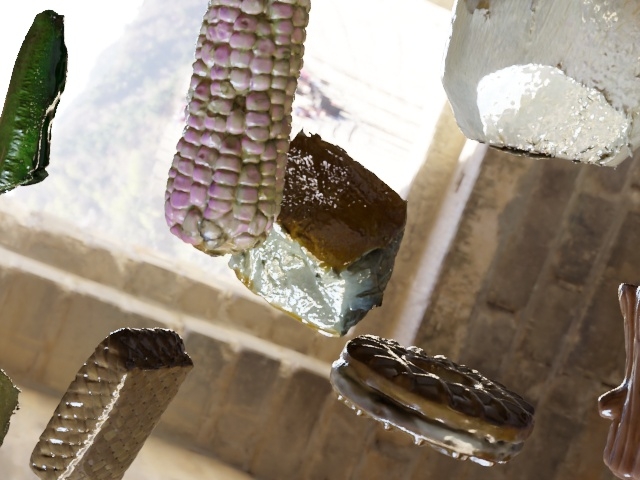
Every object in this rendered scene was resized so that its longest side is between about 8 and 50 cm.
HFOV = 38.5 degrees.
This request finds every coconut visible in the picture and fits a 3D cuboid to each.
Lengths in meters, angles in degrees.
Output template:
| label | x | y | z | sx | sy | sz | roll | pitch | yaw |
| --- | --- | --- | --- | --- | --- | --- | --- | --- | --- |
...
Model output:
| label | x | y | z | sx | sy | sz | roll | pitch | yaw |
| --- | --- | --- | --- | --- | --- | --- | --- | --- | --- |
| coconut | 0.357 | -0.296 | 1.332 | 0.346 | 0.346 | 0.360 | -128 | 49 | -75 |

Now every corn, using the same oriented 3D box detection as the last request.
| label | x | y | z | sx | sy | sz | roll | pitch | yaw |
| --- | --- | --- | --- | --- | --- | --- | --- | --- | --- |
| corn | -0.082 | -0.149 | 0.923 | 0.126 | 0.126 | 0.335 | -126 | 44 | -75 |

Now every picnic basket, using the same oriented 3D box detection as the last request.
| label | x | y | z | sx | sy | sz | roll | pitch | yaw |
| --- | --- | --- | --- | --- | --- | --- | --- | --- | --- |
| picnic basket | -0.207 | 0.174 | 0.920 | 0.055 | 0.110 | 0.193 | 45 | 112 | 32 |

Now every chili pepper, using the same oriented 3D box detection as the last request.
| label | x | y | z | sx | sy | sz | roll | pitch | yaw |
| --- | --- | --- | --- | --- | --- | --- | --- | --- | --- |
| chili pepper | -0.306 | -0.137 | 0.974 | 0.108 | 0.062 | 0.216 | -133 | 62 | -81 |

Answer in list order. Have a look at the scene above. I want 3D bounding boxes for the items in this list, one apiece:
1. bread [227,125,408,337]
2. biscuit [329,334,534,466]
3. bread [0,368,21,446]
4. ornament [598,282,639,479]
| label | x | y | z | sx | sy | sz | roll | pitch | yaw |
| --- | --- | --- | --- | --- | --- | --- | --- | --- | --- |
| bread | 0.000 | 0.000 | 1.509 | 0.250 | 0.279 | 0.225 | -58 | 1 | -40 |
| biscuit | 0.170 | 0.242 | 1.418 | 0.332 | 0.332 | 0.103 | -137 | 66 | -76 |
| bread | -0.419 | 0.173 | 1.005 | 0.127 | 0.147 | 0.152 | -28 | 30 | 3 |
| ornament | 0.425 | 0.177 | 1.030 | 0.235 | 0.221 | 0.218 | 27 | -103 | -75 |
